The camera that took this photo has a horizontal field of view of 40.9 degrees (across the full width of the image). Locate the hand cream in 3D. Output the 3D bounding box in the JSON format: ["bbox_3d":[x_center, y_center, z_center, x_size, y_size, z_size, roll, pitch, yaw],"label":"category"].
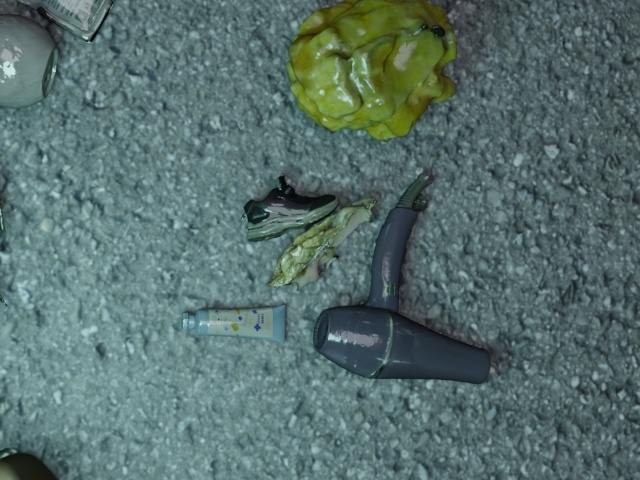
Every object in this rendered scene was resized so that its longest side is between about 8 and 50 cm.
[{"bbox_3d":[-0.140,0.134,1.403,0.170,0.043,0.065,3,83,-12],"label":"hand cream"}]

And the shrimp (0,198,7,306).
[{"bbox_3d":[-0.575,-0.048,1.296,0.172,0.137,0.372,-13,84,13],"label":"shrimp"}]

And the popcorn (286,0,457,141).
[{"bbox_3d":[0.088,-0.283,1.388,0.286,0.215,0.252,-31,86,-15],"label":"popcorn"}]

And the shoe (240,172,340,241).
[{"bbox_3d":[-0.055,-0.063,1.421,0.169,0.071,0.099,-19,84,-10],"label":"shoe"}]

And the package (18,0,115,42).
[{"bbox_3d":[-0.406,-0.435,1.396,0.173,0.027,0.171,30,84,-4],"label":"package"}]

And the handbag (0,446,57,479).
[{"bbox_3d":[-0.445,0.392,1.207,0.149,0.302,0.283,-36,88,-12],"label":"handbag"}]

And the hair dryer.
[{"bbox_3d":[0.160,0.062,1.442,0.301,0.121,0.361,14,79,-18],"label":"hair dryer"}]

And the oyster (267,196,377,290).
[{"bbox_3d":[0.006,-0.003,1.408,0.072,0.133,0.209,43,106,11],"label":"oyster"}]

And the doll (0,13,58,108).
[{"bbox_3d":[-0.552,-0.294,1.305,0.287,0.151,0.151,14,84,-6],"label":"doll"}]
